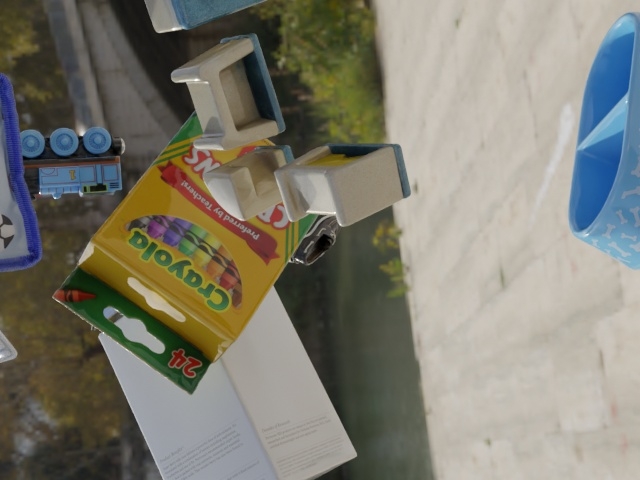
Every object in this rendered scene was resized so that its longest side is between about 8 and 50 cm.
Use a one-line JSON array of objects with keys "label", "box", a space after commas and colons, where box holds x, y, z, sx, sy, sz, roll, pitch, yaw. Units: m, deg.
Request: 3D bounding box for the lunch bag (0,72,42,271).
[{"label": "lunch bag", "box": [-0.521, -0.066, 1.040, 0.328, 0.385, 0.239, 22, 124, 55]}]

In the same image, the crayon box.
[{"label": "crayon box", "box": [-0.142, -0.001, 1.265, 0.318, 0.202, 0.081, -59, 7, -36]}]

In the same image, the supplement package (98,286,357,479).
[{"label": "supplement package", "box": [-0.120, 0.199, 1.377, 0.175, 0.177, 0.293, -7, -114, -56]}]

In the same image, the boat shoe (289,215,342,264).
[{"label": "boat shoe", "box": [0.000, 0.000, 1.581, 0.125, 0.038, 0.046, -32, -50, -45]}]

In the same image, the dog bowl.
[{"label": "dog bowl", "box": [0.332, -0.117, 1.132, 0.166, 0.074, 0.297, 118, 168, -65]}]

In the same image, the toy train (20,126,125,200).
[{"label": "toy train", "box": [-0.388, -0.116, 1.611, 0.080, 0.184, 0.105, 180, 85, -73]}]

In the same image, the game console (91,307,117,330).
[{"label": "game console", "box": [-0.247, 0.073, 1.453, 0.122, 0.107, 0.071, -44, -49, -43]}]

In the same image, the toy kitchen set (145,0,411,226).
[{"label": "toy kitchen set", "box": [-0.016, -0.130, 0.800, 0.166, 0.122, 0.207, 6, 119, 49]}]

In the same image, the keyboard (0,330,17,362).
[{"label": "keyboard", "box": [-0.358, 0.097, 0.822, 0.014, 0.256, 0.072, -87, -27, -49]}]
